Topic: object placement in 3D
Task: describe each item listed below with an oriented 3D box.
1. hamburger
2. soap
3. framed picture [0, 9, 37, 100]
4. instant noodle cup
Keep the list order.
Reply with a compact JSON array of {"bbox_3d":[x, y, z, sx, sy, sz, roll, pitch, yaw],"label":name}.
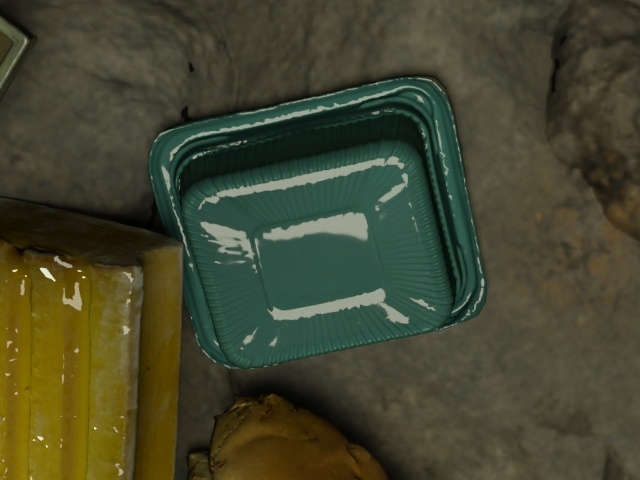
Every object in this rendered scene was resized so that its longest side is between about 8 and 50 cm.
[{"bbox_3d":[0.015,0.212,0.971,0.124,0.131,0.262,-37,104,26],"label":"hamburger"},{"bbox_3d":[-0.154,0.102,0.947,0.140,0.073,0.232,13,110,26],"label":"soap"},{"bbox_3d":[-0.271,-0.110,0.904,0.203,0.015,0.150,36,107,5],"label":"framed picture"},{"bbox_3d":[0.000,0.000,0.933,0.179,0.070,0.157,-12,109,5],"label":"instant noodle cup"}]
